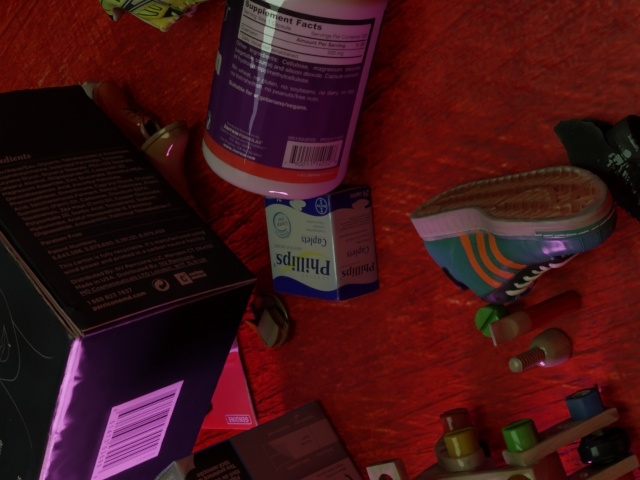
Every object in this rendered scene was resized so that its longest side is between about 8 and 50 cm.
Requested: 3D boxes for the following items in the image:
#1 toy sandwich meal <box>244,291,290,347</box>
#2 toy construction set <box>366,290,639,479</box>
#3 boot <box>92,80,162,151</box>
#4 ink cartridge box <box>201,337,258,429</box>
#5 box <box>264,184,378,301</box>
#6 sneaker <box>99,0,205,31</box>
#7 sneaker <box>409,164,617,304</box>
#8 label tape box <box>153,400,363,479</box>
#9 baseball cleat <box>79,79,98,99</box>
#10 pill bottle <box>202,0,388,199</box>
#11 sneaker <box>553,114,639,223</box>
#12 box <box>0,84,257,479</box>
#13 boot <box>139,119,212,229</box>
[{"bbox_3d":[-0.075,0.113,1.500,0.086,0.029,0.085,17,114,43],"label":"toy sandwich meal"},{"bbox_3d":[0.172,0.220,1.110,0.257,0.237,0.308,17,113,44],"label":"toy construction set"},{"bbox_3d":[-0.287,-0.185,1.622,0.085,0.059,0.157,-33,85,44],"label":"boot"},{"bbox_3d":[-0.235,0.178,1.667,0.296,0.066,0.261,-11,92,48],"label":"ink cartridge box"},{"bbox_3d":[0.000,0.000,1.353,0.126,0.072,0.137,6,106,47],"label":"box"},{"bbox_3d":[-0.182,-0.361,1.419,0.385,0.145,0.147,19,136,45],"label":"sneaker"},{"bbox_3d":[0.208,0.002,1.088,0.121,0.108,0.302,60,161,-12],"label":"sneaker"},{"bbox_3d":[-0.030,0.410,1.376,0.347,0.249,0.115,57,136,19],"label":"label tape box"},{"bbox_3d":[-0.408,-0.189,1.738,0.206,0.072,0.109,-17,96,52],"label":"baseball cleat"},{"bbox_3d":[-0.027,-0.222,1.233,0.181,0.182,0.322,36,125,35],"label":"pill bottle"},{"bbox_3d":[0.295,-0.054,1.038,0.089,0.051,0.170,-34,72,47],"label":"sneaker"},{"bbox_3d":[-0.394,0.109,1.546,0.472,0.297,0.479,45,131,27],"label":"box"},{"bbox_3d":[-0.204,-0.069,1.560,0.152,0.073,0.197,54,142,18],"label":"boot"}]
